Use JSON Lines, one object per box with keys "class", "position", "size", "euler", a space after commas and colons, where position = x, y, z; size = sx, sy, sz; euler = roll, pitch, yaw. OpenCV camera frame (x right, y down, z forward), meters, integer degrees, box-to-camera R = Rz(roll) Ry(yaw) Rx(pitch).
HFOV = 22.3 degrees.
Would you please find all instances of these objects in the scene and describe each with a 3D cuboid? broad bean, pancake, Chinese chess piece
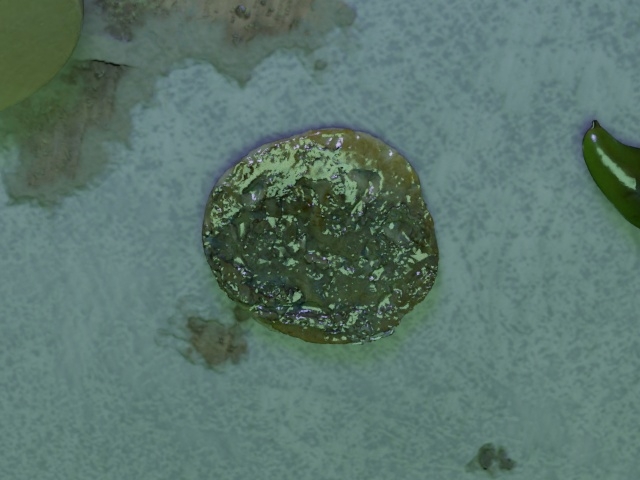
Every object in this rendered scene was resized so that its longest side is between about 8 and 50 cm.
{"class": "broad bean", "position": [0.405, -0.018, 1.857], "size": [0.075, 0.067, 0.325], "euler": [-36, 110, 21]}
{"class": "pancake", "position": [0.001, 0.000, 1.848], "size": [0.282, 0.049, 0.282], "euler": [-2, 114, -4]}
{"class": "Chinese chess piece", "position": [-0.372, -0.230, 1.628], "size": [0.273, 0.102, 0.273], "euler": [-19, 151, -11]}
